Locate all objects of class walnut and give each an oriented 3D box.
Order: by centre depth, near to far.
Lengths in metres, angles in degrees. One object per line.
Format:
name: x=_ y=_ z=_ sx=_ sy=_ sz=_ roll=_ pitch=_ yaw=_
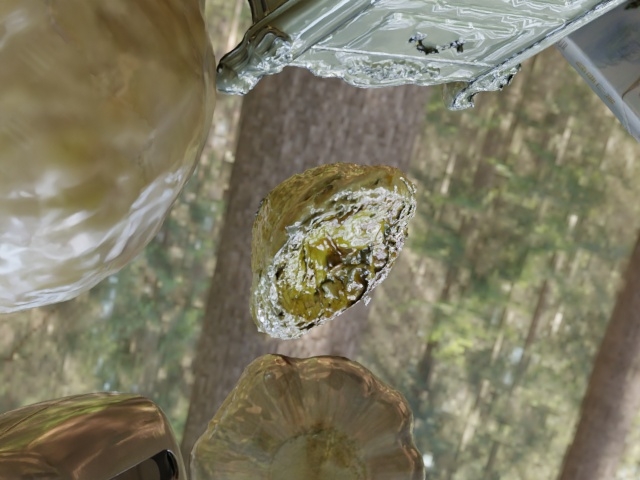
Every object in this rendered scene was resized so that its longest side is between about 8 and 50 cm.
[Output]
walnut: x=-0.238 y=-0.131 z=0.852 sx=0.381 sy=0.381 sz=0.381 roll=12 pitch=-159 yaw=-5

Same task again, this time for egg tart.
egg tart: x=0.000 y=0.000 z=1.413 sx=0.098 sy=0.232 sz=0.252 roll=49 pitch=180 yaw=29

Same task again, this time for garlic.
garlic: x=-0.020 y=0.208 z=1.175 sx=0.219 sy=0.218 sz=0.212 roll=10 pitch=167 yaw=-9

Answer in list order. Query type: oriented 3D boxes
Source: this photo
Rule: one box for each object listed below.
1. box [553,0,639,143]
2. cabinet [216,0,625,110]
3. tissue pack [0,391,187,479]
box: x=0.287 y=-0.203 z=1.165 sx=0.233 sy=0.149 sz=0.067 roll=49 pitch=-177 yaw=4
cabinet: x=0.097 y=-0.257 z=0.966 sx=0.290 sy=0.318 sz=0.227 roll=-2 pitch=-110 yaw=-45
tissue pack: x=-0.357 y=0.360 z=1.822 sx=0.277 sy=0.267 sz=0.387 roll=-9 pitch=-177 yaw=25
